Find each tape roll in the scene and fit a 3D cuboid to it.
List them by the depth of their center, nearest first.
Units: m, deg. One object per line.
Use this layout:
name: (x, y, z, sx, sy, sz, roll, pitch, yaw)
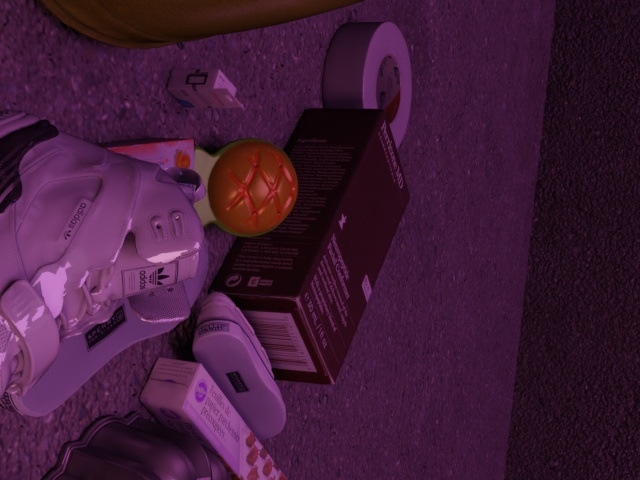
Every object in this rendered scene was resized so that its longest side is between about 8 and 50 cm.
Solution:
tape roll: (0.081, -0.249, 1.691, 0.219, 0.072, 0.219, -20, 112, -62)

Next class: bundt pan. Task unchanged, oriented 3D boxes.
bundt pan: (-0.192, 0.361, 1.141, 0.331, 0.124, 0.330, 4, 90, -65)

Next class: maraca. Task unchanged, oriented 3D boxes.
maraca: (-0.105, -0.066, 1.297, 0.186, 0.099, 0.127, -4, 96, -39)

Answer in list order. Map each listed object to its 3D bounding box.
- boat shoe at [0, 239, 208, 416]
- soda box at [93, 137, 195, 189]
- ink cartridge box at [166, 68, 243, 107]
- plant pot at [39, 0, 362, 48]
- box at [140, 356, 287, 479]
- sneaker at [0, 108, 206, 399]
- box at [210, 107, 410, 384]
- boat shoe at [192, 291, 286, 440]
boat shoe: (-0.232, 0.068, 1.030, 0.306, 0.105, 0.113, -45, 138, -46)
soda box: (-0.208, -0.076, 1.111, 0.183, 0.058, 0.062, -18, 110, -63)
ink cartridge box: (-0.134, -0.181, 1.222, 0.048, 0.083, 0.028, 46, 53, -59)
plant pot: (-0.054, -0.352, 0.941, 0.367, 0.353, 0.366, -17, 112, -47)
box: (-0.130, 0.262, 1.327, 0.324, 0.067, 0.063, 65, 37, -48)
sneaker: (-0.213, 0.047, 0.850, 0.137, 0.210, 0.365, 108, -10, -50)
box: (0.000, 0.000, 1.481, 0.191, 0.143, 0.381, 69, 33, -43)
boat shoe: (-0.101, 0.168, 1.342, 0.258, 0.095, 0.084, 80, 4, -47)
